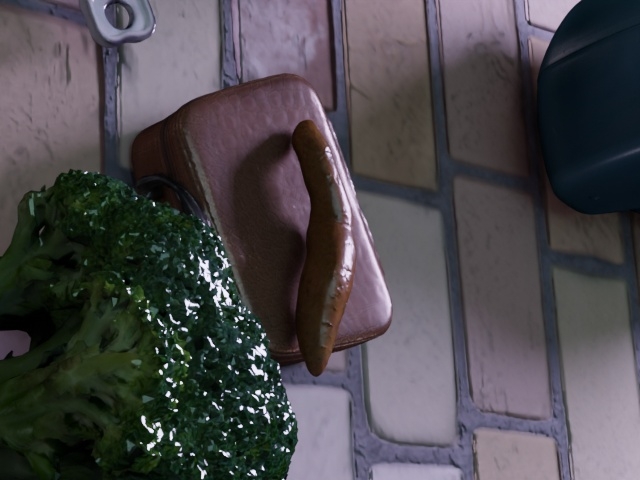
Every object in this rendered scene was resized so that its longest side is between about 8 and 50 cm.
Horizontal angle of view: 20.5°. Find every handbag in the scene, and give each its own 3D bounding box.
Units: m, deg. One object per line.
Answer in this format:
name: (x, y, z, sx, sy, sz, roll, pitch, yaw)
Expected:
handbag: (-0.043, -0.010, 1.192, 0.151, 0.072, 0.193, -12, 83, -41)

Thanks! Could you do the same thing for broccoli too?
broccoli: (-0.135, 0.109, 0.978, 0.245, 0.265, 0.294, -7, 86, -2)

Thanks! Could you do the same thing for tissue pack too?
tissue pack: (0.323, -0.107, 1.439, 0.287, 0.198, 0.206, 19, 65, -30)

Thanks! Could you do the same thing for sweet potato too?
sweet potato: (0.003, 0.002, 1.155, 0.044, 0.044, 0.179, 15, 66, -35)

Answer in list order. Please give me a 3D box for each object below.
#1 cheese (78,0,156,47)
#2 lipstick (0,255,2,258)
cheese: (-0.160, -0.259, 1.188, 0.249, 0.071, 0.163, 54, 50, -10)
lipstick: (-0.201, 0.018, 1.084, 0.107, 0.025, 0.025, 12, 66, -41)
